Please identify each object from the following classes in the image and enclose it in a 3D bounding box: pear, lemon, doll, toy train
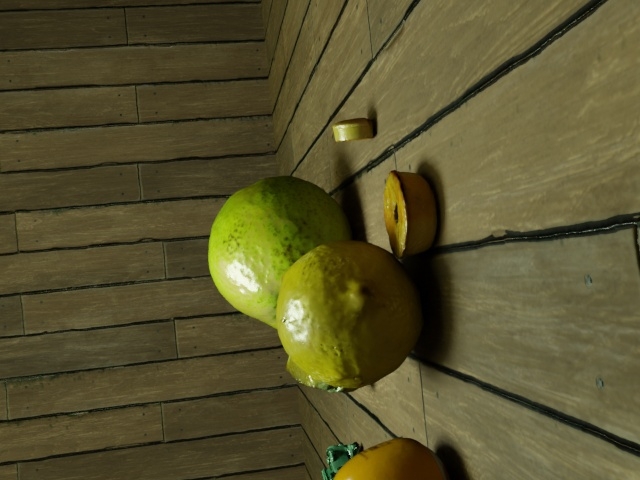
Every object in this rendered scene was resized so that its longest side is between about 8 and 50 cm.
[{"bbox_3d":[-0.084,0.040,1.604,0.391,0.392,0.390,175,90,-81],"label":"pear"},{"bbox_3d":[0.047,0.123,1.126,0.284,0.261,0.260,-153,58,-78],"label":"lemon"},{"bbox_3d":[0.123,0.440,1.044,0.213,0.214,0.235,115,135,-72],"label":"doll"},{"bbox_3d":[0.074,0.628,1.704,0.269,0.115,0.154,-131,29,-75],"label":"toy train"}]

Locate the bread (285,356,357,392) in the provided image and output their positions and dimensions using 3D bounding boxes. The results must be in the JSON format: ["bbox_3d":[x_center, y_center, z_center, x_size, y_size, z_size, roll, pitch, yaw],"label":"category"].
[{"bbox_3d":[0.021,0.292,1.622,0.257,0.186,0.123,-174,96,-76],"label":"bread"}]

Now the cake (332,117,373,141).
[{"bbox_3d":[0.067,-0.222,1.344,0.084,0.084,0.044,-157,59,-80],"label":"cake"}]

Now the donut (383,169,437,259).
[{"bbox_3d":[0.141,-0.042,1.057,0.152,0.058,0.151,176,90,-82],"label":"donut"}]
